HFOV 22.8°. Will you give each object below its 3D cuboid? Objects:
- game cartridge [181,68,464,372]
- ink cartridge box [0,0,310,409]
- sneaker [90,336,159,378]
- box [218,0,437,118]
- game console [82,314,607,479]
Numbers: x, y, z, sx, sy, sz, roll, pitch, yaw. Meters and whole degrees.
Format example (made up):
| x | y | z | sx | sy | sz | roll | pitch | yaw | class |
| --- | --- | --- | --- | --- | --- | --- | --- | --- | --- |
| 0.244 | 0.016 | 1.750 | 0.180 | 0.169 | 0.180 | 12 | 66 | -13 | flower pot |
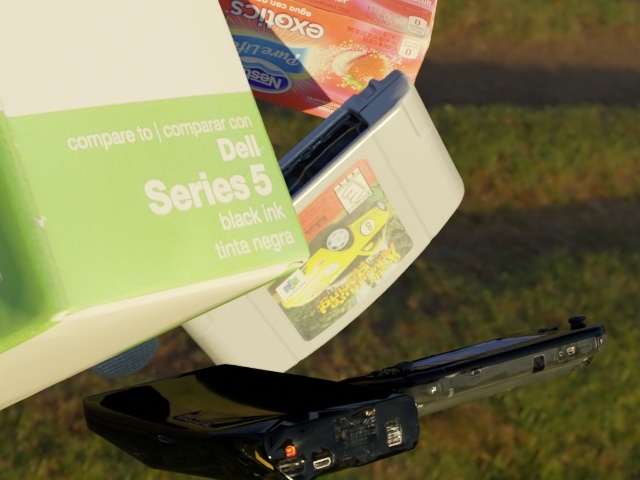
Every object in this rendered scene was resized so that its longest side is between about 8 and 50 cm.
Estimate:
| x | y | z | sx | sy | sz | roll | pitch | yaw | class |
| --- | --- | --- | --- | --- | --- | --- | --- | --- | --- |
| 0.000 | 0.000 | 1.448 | 0.060 | 0.294 | 0.196 | 44 | -7 | 34 | game cartridge |
| -0.146 | -0.081 | 0.557 | 0.114 | 0.198 | 0.273 | -12 | 80 | -48 | ink cartridge box |
| -0.165 | 0.049 | 1.087 | 0.070 | 0.051 | 0.134 | 52 | 12 | 31 | sneaker |
| -0.040 | -0.242 | 1.621 | 0.299 | 0.142 | 0.154 | 16 | 48 | -4 | box |
| 0.035 | 0.099 | 1.092 | 0.361 | 0.044 | 0.213 | -11 | 8 | -36 | game console |
